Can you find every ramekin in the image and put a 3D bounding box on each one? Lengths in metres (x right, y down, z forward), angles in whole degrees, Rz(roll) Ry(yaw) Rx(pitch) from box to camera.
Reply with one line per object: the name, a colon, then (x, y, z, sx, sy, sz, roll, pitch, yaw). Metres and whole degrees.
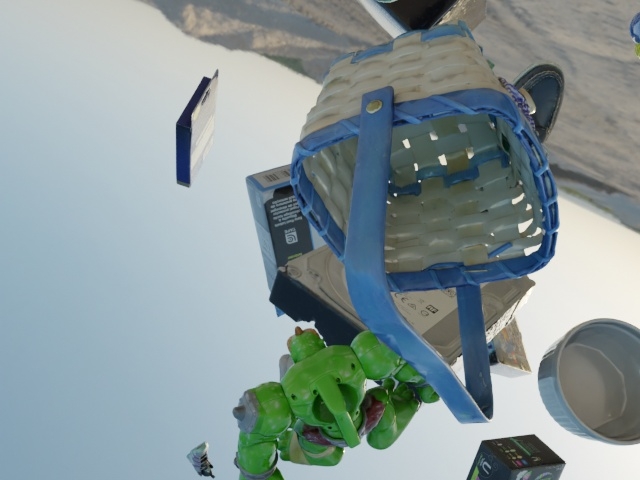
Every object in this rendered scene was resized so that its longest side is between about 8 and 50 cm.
ramekin: (0.474, 0.243, 1.044, 0.207, 0.207, 0.109, 25, 159, 1)

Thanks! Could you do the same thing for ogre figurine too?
ogre figurine: (0.014, 0.129, 0.487, 0.197, 0.118, 0.096, -13, -135, 6)

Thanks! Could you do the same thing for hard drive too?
hard drive: (0.127, 0.067, 0.838, 0.237, 0.064, 0.339, 35, -146, 25)

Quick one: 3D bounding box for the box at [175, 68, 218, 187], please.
box: (-0.244, -0.223, 1.209, 0.037, 0.225, 0.136, 20, -124, -2)

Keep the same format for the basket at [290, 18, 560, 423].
basket: (0.089, -0.022, 0.506, 0.201, 0.288, 0.255, -8, 145, 25)

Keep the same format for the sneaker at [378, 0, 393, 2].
sneaker: (0.090, -0.398, 0.732, 0.108, 0.121, 0.302, 3, 150, 1)

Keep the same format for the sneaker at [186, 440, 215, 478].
sneaker: (-0.225, 0.434, 1.196, 0.038, 0.098, 0.069, -29, -104, -29)

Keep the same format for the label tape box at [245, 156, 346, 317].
label tape box: (0.000, 0.000, 1.328, 0.249, 0.347, 0.115, -19, -153, -18)

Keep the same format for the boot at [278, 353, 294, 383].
boot: (-0.017, 0.345, 1.316, 0.124, 0.258, 0.095, 1, -154, 19)

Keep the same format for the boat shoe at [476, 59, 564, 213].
boat shoe: (0.288, -0.142, 0.919, 0.095, 0.254, 0.079, 23, -144, -4)

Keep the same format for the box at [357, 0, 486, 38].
box: (0.167, -0.517, 1.209, 0.296, 0.183, 0.294, 48, -166, 7)

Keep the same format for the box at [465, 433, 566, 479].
box: (0.213, 0.255, 0.671, 0.083, 0.062, 0.052, 4, -160, -29)

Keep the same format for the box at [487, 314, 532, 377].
box: (0.314, 0.158, 1.106, 0.233, 0.044, 0.159, 27, -131, -55)

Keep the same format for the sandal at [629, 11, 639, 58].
sandal: (0.384, -0.249, 0.526, 0.126, 0.138, 0.317, -11, 179, -8)
